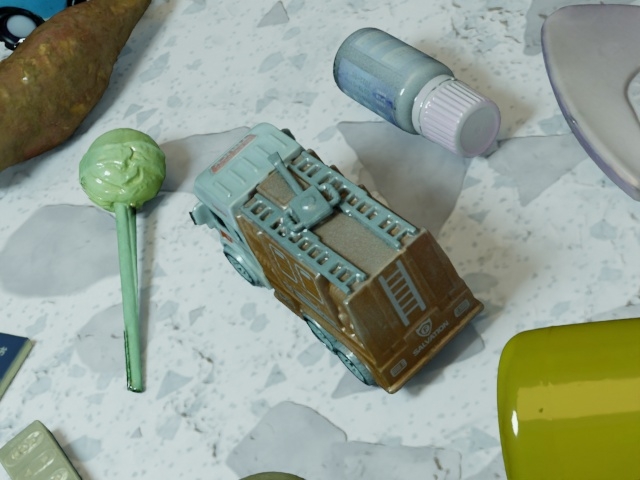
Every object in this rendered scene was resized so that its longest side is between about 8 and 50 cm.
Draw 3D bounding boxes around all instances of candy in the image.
[{"bbox_3d":[-0.205,0.019,1.697,0.092,0.093,0.335,-53,37,44],"label":"candy"}]

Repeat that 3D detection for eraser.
[{"bbox_3d":[0.312,-0.159,1.575,0.204,0.059,0.243,-39,48,-8],"label":"eraser"}]

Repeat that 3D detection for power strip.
[{"bbox_3d":[-0.269,0.232,1.557,0.056,0.032,0.123,-39,45,-7],"label":"power strip"}]

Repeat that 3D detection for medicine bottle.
[{"bbox_3d":[0.100,-0.154,1.666,0.083,0.083,0.203,-41,44,-11],"label":"medicine bottle"}]

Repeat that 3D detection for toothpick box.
[{"bbox_3d":[0.287,0.141,1.247,0.271,0.175,0.175,-9,48,17],"label":"toothpick box"}]

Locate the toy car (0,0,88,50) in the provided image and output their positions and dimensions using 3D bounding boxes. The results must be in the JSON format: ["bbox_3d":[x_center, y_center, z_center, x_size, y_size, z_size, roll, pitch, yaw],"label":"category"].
[{"bbox_3d":[-0.344,-0.370,2.018,0.255,0.190,0.188,-12,46,16],"label":"toy car"}]

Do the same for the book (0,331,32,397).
[{"bbox_3d":[-0.468,0.219,1.685,0.228,0.018,0.322,7,56,32],"label":"book"}]

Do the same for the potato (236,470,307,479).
[{"bbox_3d":[-0.052,0.303,1.297,0.178,0.160,0.235,-41,44,49],"label":"potato"}]

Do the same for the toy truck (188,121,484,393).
[{"bbox_3d":[0.000,0.000,1.526,0.136,0.162,0.305,-42,45,-11],"label":"toy truck"}]

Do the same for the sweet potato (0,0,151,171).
[{"bbox_3d":[-0.320,-0.189,1.896,0.337,0.131,0.131,-38,44,-20],"label":"sweet potato"}]
